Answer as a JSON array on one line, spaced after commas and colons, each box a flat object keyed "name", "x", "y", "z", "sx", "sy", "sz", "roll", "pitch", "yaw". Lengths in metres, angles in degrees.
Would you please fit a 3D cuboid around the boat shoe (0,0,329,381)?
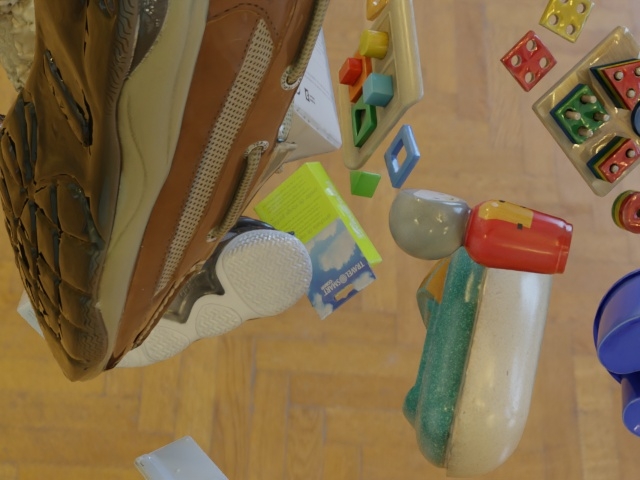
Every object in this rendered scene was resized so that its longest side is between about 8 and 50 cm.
[{"name": "boat shoe", "x": -0.065, "y": -0.046, "z": 0.537, "sx": 0.120, "sy": 0.324, "sz": 0.122, "roll": -14, "pitch": 62, "yaw": -28}]

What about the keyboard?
[{"name": "keyboard", "x": -0.120, "y": 0.277, "z": 1.274, "sx": 0.072, "sy": 0.014, "sz": 0.256, "roll": -18, "pitch": 26, "yaw": -24}]

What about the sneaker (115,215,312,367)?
[{"name": "sneaker", "x": -0.141, "y": 0.048, "z": 1.256, "sx": 0.269, "sy": 0.153, "sz": 0.101, "roll": -17, "pitch": 104, "yaw": 0}]

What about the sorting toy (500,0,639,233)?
[{"name": "sorting toy", "x": 0.309, "y": -0.140, "z": 1.274, "sx": 0.132, "sy": 0.046, "sz": 0.274, "roll": -42, "pitch": 110, "yaw": -5}]

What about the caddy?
[{"name": "caddy", "x": 0.550, "y": 0.143, "z": 1.703, "sx": 0.341, "sy": 0.241, "sz": 0.179, "roll": -14, "pitch": 21, "yaw": 27}]

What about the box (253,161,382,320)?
[{"name": "box", "x": 0.000, "y": 0.000, "z": 1.563, "sx": 0.042, "sy": 0.109, "sz": 0.178, "roll": -10, "pitch": 65, "yaw": -57}]

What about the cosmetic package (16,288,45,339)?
[{"name": "cosmetic package", "x": -0.250, "y": -0.033, "z": 1.631, "sx": 0.284, "sy": 0.097, "sz": 0.377, "roll": -36, "pitch": 20, "yaw": 8}]

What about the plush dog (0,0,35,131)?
[{"name": "plush dog", "x": -0.154, "y": -0.117, "z": 0.902, "sx": 0.262, "sy": 0.210, "sz": 0.225, "roll": -1, "pitch": 65, "yaw": -14}]

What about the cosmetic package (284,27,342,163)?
[{"name": "cosmetic package", "x": -0.116, "y": -0.252, "z": 1.127, "sx": 0.197, "sy": 0.155, "sz": 0.365, "roll": -12, "pitch": 75, "yaw": 17}]

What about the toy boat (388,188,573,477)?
[{"name": "toy boat", "x": 0.134, "y": 0.055, "z": 1.097, "sx": 0.148, "sy": 0.318, "sz": 0.267, "roll": 12, "pitch": 60, "yaw": 9}]

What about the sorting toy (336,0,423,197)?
[{"name": "sorting toy", "x": 0.067, "y": -0.219, "z": 1.655, "sx": 0.047, "sy": 0.196, "sz": 0.347, "roll": 9, "pitch": 60, "yaw": -24}]
